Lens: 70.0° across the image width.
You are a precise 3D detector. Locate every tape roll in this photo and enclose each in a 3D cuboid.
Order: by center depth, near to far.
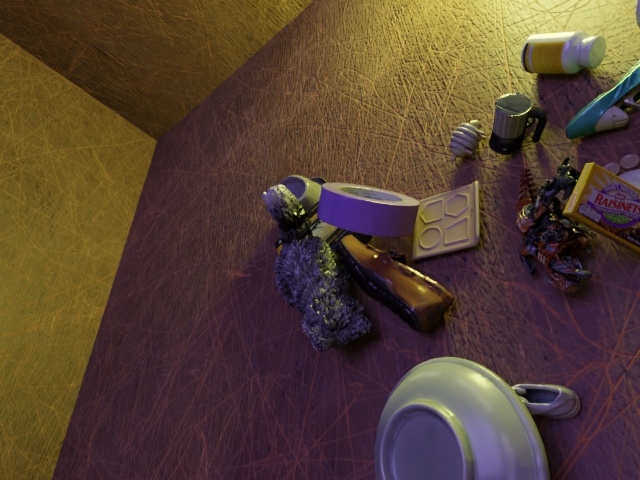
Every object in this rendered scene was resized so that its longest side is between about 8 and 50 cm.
[{"bbox_3d":[0.131,-0.090,1.275,0.274,0.274,0.090,29,114,53],"label":"tape roll"}]

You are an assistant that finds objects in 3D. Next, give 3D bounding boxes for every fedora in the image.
[{"bbox_3d":[-0.093,-0.157,1.697,0.275,0.124,0.244,25,81,52],"label":"fedora"}]

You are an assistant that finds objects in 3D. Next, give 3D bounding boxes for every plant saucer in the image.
[{"bbox_3d":[0.218,0.422,0.868,0.400,0.100,0.401,-30,51,46],"label":"plant saucer"}]

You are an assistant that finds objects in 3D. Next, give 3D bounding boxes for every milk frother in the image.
[{"bbox_3d":[0.500,-0.320,1.173,0.129,0.135,0.143,-6,56,8],"label":"milk frother"}]

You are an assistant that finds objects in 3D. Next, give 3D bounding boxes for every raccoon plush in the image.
[{"bbox_3d":[-0.041,0.099,1.225,0.216,0.446,0.299,-36,26,2],"label":"raccoon plush"}]

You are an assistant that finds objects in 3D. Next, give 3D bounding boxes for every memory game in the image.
[{"bbox_3d":[0.653,-0.105,0.947,0.186,0.012,0.186,-28,44,31],"label":"memory game"}]

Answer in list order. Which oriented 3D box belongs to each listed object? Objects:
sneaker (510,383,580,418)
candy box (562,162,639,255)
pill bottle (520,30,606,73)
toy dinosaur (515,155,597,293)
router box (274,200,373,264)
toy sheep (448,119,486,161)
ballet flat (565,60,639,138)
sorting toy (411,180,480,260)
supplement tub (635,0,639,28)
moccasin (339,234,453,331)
[{"bbox_3d":[0.368,0.307,0.872,0.212,0.094,0.080,-26,47,32],"label":"sneaker"},{"bbox_3d":[0.559,-0.052,0.850,0.105,0.205,0.027,-66,10,-3],"label":"candy box"},{"bbox_3d":[0.630,-0.488,1.189,0.103,0.103,0.184,-56,37,-2],"label":"pill bottle"},{"bbox_3d":[0.491,-0.050,0.975,0.218,0.164,0.322,-54,49,39],"label":"toy dinosaur"},{"bbox_3d":[0.000,0.000,1.513,0.309,0.081,0.243,-43,39,15],"label":"router box"},{"bbox_3d":[0.408,-0.280,1.287,0.132,0.091,0.091,-58,37,4],"label":"toy sheep"},{"bbox_3d":[0.677,-0.309,1.025,0.247,0.083,0.087,-44,52,16],"label":"ballet flat"},{"bbox_3d":[0.336,-0.047,1.229,0.208,0.038,0.193,-21,48,42],"label":"sorting toy"},{"bbox_3d":[0.816,-0.521,0.979,0.199,0.144,0.144,28,84,52],"label":"supplement tub"},{"bbox_3d":[0.184,0.082,1.208,0.147,0.139,0.380,-35,35,-16],"label":"moccasin"}]
